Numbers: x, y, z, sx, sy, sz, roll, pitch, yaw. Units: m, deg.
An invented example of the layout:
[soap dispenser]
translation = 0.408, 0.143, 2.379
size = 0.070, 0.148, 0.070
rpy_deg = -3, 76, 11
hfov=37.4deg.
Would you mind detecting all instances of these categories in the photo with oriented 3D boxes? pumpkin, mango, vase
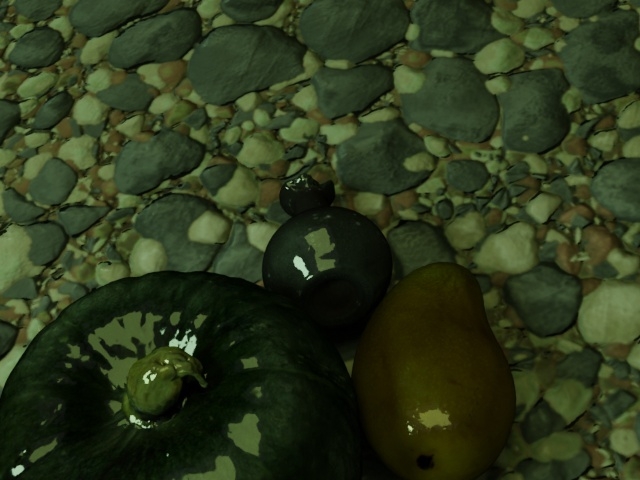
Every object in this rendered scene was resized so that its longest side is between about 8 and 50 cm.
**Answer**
[pumpkin]
translation = -0.115, 0.159, 0.721
size = 0.300, 0.207, 0.300
rpy_deg = -4, 52, 6
[mango]
translation = 0.094, 0.108, 0.798
size = 0.136, 0.099, 0.228
rpy_deg = -2, 43, 9
[vase]
translation = 0.000, 0.000, 0.896
size = 0.120, 0.120, 0.183
rpy_deg = -13, 37, -1
